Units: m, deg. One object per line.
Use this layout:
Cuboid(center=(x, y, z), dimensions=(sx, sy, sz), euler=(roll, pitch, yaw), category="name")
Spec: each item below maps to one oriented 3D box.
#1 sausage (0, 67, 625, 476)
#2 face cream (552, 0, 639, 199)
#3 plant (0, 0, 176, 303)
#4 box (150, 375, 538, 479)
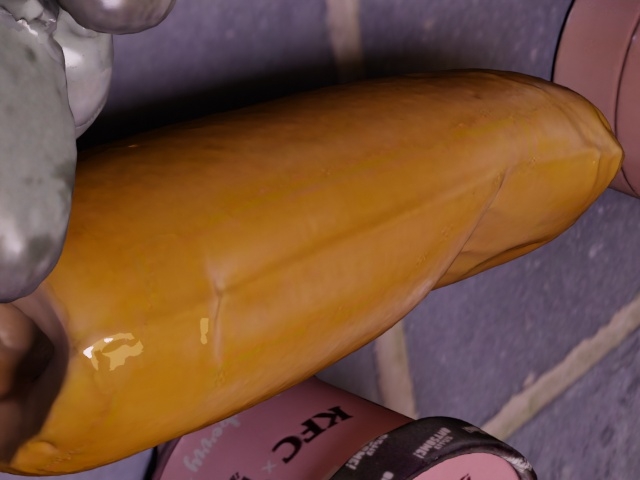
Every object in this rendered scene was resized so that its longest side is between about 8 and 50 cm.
Cuboid(center=(-0.003, -0.004, 0.744), dimensions=(0.354, 0.116, 0.134), euler=(-20, 157, -45), category="sausage")
Cuboid(center=(0.207, -0.086, 0.949), dimensions=(0.149, 0.104, 0.149), euler=(-23, 124, -39), category="face cream")
Cuboid(center=(-0.094, -0.117, 0.570), dimensions=(0.149, 0.146, 0.274), euler=(28, 87, -53), category="plant")
Cuboid(center=(0.003, 0.131, 0.807), dimensions=(0.151, 0.135, 0.151), euler=(-22, 125, -36), category="box")
